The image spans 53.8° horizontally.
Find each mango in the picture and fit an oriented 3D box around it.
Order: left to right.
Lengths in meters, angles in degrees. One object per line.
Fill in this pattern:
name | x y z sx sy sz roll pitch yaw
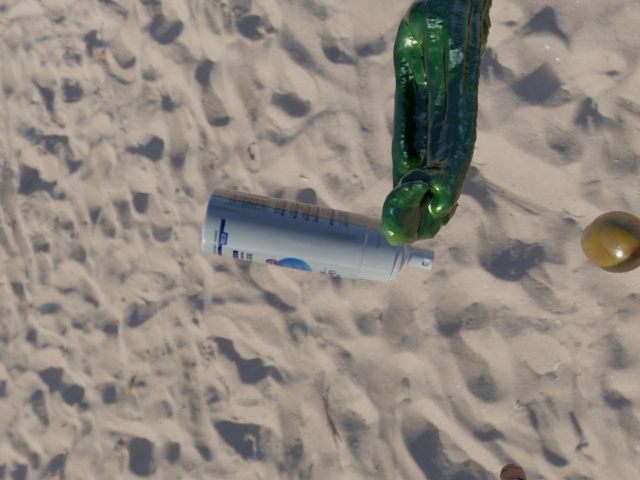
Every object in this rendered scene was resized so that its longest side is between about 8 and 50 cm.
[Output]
mango | 0.721 0.009 1.547 0.120 0.221 0.151 -28 75 -7

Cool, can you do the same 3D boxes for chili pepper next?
chili pepper | 0.091 -0.118 0.475 0.074 0.100 0.256 9 79 -3

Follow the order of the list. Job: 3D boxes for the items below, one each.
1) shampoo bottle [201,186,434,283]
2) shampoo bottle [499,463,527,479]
shampoo bottle | 0.000 0.000 0.841 0.303 0.092 0.092 11 99 -4
shampoo bottle | 0.447 0.602 1.397 0.102 0.260 0.064 20 110 -1
